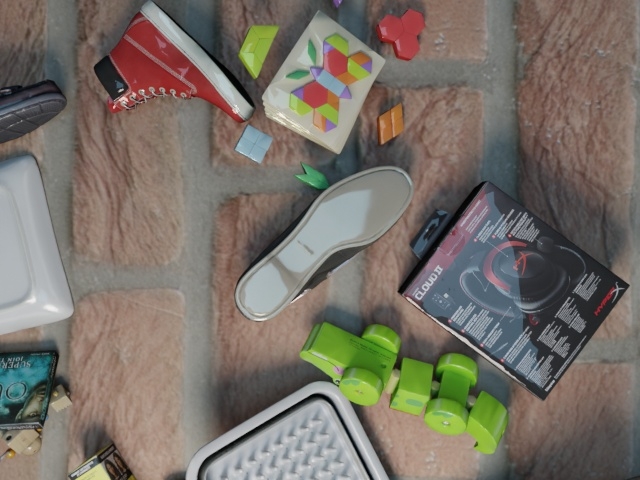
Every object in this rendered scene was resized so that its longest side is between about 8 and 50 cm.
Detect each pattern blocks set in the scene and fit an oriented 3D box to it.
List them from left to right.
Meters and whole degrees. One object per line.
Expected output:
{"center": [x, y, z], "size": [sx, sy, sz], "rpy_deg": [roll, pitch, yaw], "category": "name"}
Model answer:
{"center": [0.010, -0.245, 1.135], "size": [0.285, 0.026, 0.325], "rpy_deg": [18, 88, -15], "category": "pattern blocks set"}

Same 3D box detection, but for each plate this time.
{"center": [-0.567, 0.025, 1.180], "size": [0.277, 0.045, 0.278], "rpy_deg": [-15, 89, 1], "category": "plate"}

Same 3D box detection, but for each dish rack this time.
{"center": [-0.028, 0.411, 1.101], "size": [0.285, 0.072, 0.333], "rpy_deg": [-26, 88, -26], "category": "dish rack"}

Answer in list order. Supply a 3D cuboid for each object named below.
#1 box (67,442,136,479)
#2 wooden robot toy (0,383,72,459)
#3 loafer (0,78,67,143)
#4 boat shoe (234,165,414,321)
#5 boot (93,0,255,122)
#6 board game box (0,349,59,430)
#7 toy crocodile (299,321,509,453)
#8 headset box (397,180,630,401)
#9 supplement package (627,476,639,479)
{"center": [-0.299, 0.438, 1.143], "size": [0.058, 0.087, 0.232], "rpy_deg": [-32, 87, 1], "category": "box"}
{"center": [-0.471, 0.306, 1.168], "size": [0.076, 0.079, 0.173], "rpy_deg": [31, 63, 33], "category": "wooden robot toy"}
{"center": [-0.555, -0.194, 1.157], "size": [0.302, 0.109, 0.095], "rpy_deg": [-25, 84, 4], "category": "loafer"}
{"center": [0.000, 0.000, 1.150], "size": [0.335, 0.095, 0.112], "rpy_deg": [-40, 91, -5], "category": "boat shoe"}
{"center": [-0.236, -0.234, 1.161], "size": [0.244, 0.088, 0.176], "rpy_deg": [43, 97, 2], "category": "boot"}
{"center": [-0.516, 0.238, 1.149], "size": [0.186, 0.026, 0.126], "rpy_deg": [-4, 55, 3], "category": "board game box"}
{"center": [0.131, 0.224, 1.131], "size": [0.340, 0.105, 0.115], "rpy_deg": [21, 48, 3], "category": "toy crocodile"}
{"center": [0.275, 0.065, 1.120], "size": [0.293, 0.110, 0.218], "rpy_deg": [36, 90, 2], "category": "headset box"}
{"center": [0.469, 0.518, 1.060], "size": [0.198, 0.199, 0.263], "rpy_deg": [-16, 89, 1], "category": "supplement package"}
